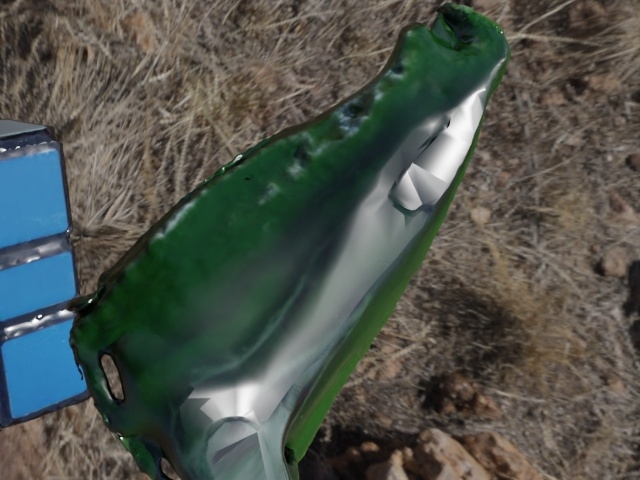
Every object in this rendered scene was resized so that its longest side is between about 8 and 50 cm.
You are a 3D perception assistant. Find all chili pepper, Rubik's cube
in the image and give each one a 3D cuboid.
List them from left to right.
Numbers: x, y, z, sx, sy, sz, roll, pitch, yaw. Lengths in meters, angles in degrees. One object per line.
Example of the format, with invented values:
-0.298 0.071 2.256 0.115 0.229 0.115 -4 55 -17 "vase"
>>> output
-0.420 0.034 0.925 0.283 0.293 0.289 -21 112 -45 "Rubik's cube"
-0.002 0.000 0.354 0.108 0.062 0.216 42 75 -35 "chili pepper"
